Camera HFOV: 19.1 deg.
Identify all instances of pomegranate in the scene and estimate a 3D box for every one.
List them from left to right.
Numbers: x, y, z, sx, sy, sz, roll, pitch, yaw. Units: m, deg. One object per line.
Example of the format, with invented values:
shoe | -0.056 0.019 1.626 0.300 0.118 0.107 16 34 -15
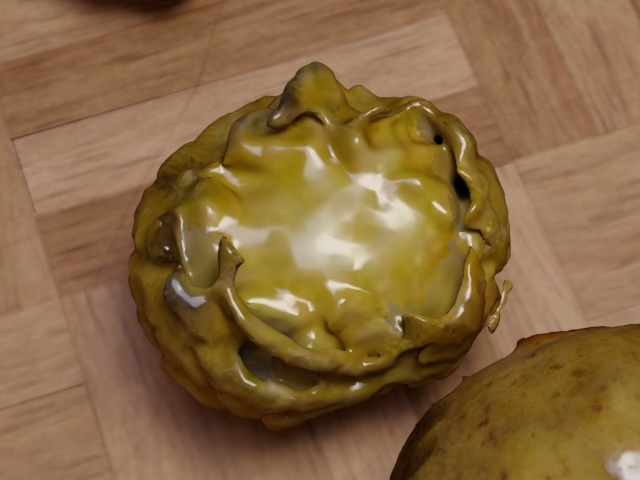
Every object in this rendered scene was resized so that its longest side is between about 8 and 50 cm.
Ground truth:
pomegranate | 0.168 0.172 1.072 0.281 0.281 0.281 0 62 0

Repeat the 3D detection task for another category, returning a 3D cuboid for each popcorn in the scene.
popcorn | 0.000 0.000 1.216 0.250 0.190 0.250 2 56 -4
